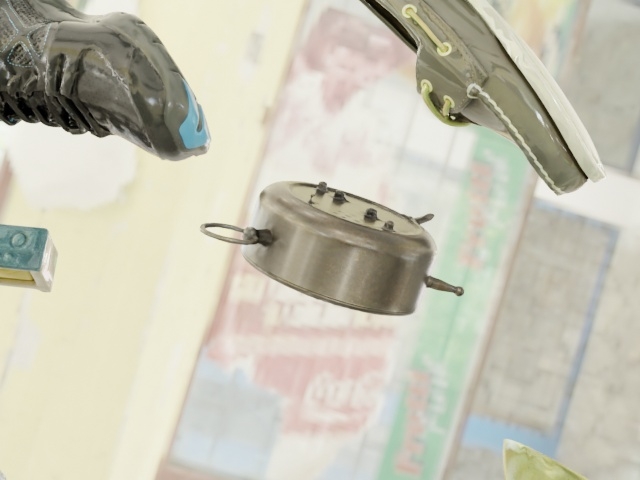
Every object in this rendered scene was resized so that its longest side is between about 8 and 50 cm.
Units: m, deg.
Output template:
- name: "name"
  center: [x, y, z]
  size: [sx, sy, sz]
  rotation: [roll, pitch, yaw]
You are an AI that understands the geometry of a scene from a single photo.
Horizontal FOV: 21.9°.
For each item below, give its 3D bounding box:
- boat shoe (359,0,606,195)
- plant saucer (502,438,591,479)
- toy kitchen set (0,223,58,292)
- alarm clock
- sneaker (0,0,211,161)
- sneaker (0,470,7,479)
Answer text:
- name: "boat shoe"
  center: [0.111, -0.143, 1.292]
  size: [0.305, 0.091, 0.109]
  rotation: [57, 7, 26]
- name: "plant saucer"
  center: [0.219, 0.217, 1.134]
  size: [0.241, 0.037, 0.241]
  rotation: [34, -6, 4]
- name: "toy kitchen set"
  center: [-0.339, 0.077, 1.458]
  size: [0.166, 0.207, 0.122]
  rotation: [6, -19, 11]
- name: "alarm clock"
  center: [0.000, 0.000, 1.119]
  size: [0.192, 0.064, 0.129]
  rotation: [4, 19, -40]
- name: "sneaker"
  center: [-0.223, -0.133, 1.397]
  size: [0.341, 0.139, 0.125]
  rotation: [32, -26, 41]
- name: "sneaker"
  center: [-0.259, 0.227, 0.843]
  size: [0.268, 0.153, 0.101]
  rotation: [-33, -33, 21]
